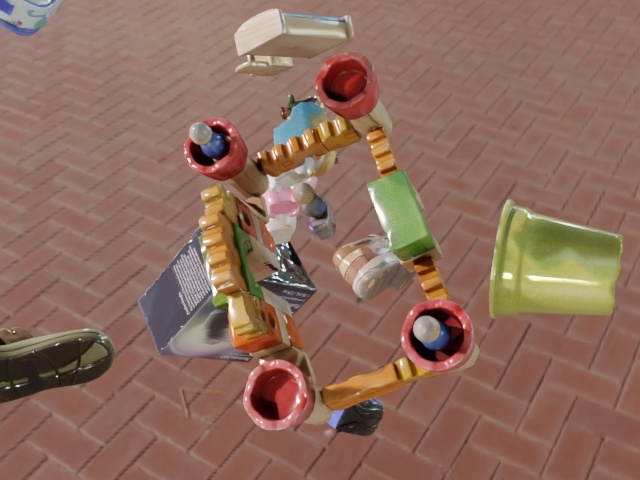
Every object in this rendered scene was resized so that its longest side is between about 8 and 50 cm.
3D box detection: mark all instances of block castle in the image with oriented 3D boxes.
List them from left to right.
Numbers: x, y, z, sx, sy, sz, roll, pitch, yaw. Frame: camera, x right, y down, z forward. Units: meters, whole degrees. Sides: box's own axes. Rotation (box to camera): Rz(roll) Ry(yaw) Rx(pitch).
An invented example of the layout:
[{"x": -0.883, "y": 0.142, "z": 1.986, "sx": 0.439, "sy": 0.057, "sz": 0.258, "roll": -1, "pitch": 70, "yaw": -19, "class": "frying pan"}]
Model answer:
[{"x": 0.000, "y": 0.000, "z": 0.993, "sx": 0.303, "sy": 0.213, "sz": 0.453, "roll": -23, "pitch": 66, "yaw": 13, "class": "block castle"}]

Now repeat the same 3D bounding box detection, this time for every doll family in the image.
[{"x": -0.032, "y": -0.219, "z": 1.592, "sx": 0.111, "sy": 0.193, "sz": 0.076, "roll": -16, "pitch": 9, "yaw": 2, "class": "doll family"}]

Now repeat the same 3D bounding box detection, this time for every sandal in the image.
[{"x": -0.483, "y": 0.190, "z": 1.206, "sx": 0.303, "sy": 0.120, "sz": 0.086, "roll": -6, "pitch": 35, "yaw": -5, "class": "sandal"}]

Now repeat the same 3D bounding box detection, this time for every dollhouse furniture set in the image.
[{"x": -0.107, "y": -0.523, "z": 1.511, "sx": 0.198, "sy": 0.303, "sz": 0.286, "roll": -10, "pitch": -1, "yaw": -45, "class": "dollhouse furniture set"}]

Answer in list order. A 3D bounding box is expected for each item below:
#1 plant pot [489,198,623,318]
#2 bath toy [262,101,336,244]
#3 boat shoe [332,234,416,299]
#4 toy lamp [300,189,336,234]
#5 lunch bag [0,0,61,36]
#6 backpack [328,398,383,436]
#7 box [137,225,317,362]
[{"x": 0.527, "y": 0.058, "z": 1.655, "sx": 0.254, "sy": 0.276, "sz": 0.276, "roll": 8, "pitch": 40, "yaw": 21, "class": "plant pot"}, {"x": -0.065, "y": -0.126, "z": 1.542, "sx": 0.151, "sy": 0.348, "sz": 0.129, "roll": -3, "pitch": 59, "yaw": -20, "class": "bath toy"}, {"x": 0.133, "y": 0.033, "z": 1.554, "sx": 0.116, "sy": 0.123, "sz": 0.324, "roll": 39, "pitch": 19, "yaw": 20, "class": "boat shoe"}, {"x": -0.010, "y": -0.075, "z": 2.067, "sx": 0.080, "sy": 0.080, "sz": 0.274, "roll": -9, "pitch": 24, "yaw": -7, "class": "toy lamp"}, {"x": -0.517, "y": -0.437, "z": 1.184, "sx": 0.219, "sy": 0.090, "sz": 0.176, "roll": 30, "pitch": 42, "yaw": -21, "class": "lunch bag"}, {"x": 0.077, "y": 0.379, "z": 1.680, "sx": 0.120, "sy": 0.098, "sz": 0.101, "roll": 24, "pitch": 8, "yaw": -32, "class": "backpack"}, {"x": -0.222, "y": 0.136, "z": 1.802, "sx": 0.296, "sy": 0.294, "sz": 0.182, "roll": 15, "pitch": 36, "yaw": -47, "class": "box"}]
